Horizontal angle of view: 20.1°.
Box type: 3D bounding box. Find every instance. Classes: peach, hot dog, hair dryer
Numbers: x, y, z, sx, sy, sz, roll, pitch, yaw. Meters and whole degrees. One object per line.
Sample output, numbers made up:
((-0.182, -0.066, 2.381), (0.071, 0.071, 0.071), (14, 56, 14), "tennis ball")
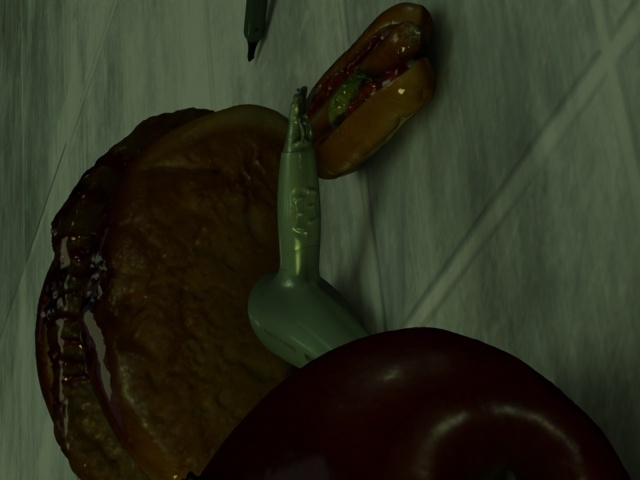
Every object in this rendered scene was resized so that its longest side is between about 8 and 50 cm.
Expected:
((0.068, 0.178, 1.011), (0.258, 0.201, 0.362), (48, 163, 13), "peach")
((0.034, -0.115, 1.398), (0.236, 0.062, 0.092), (132, 142, -61), "hot dog")
((0.000, 0.000, 1.407), (0.206, 0.075, 0.237), (-148, 51, -63), "hair dryer")
((-0.140, 0.071, 1.621), (0.185, 0.223, 0.405), (141, 134, -71), "hot dog")
((-0.064, -0.236, 1.773), (0.071, 0.047, 0.150), (-108, 22, -48), "hair dryer")
